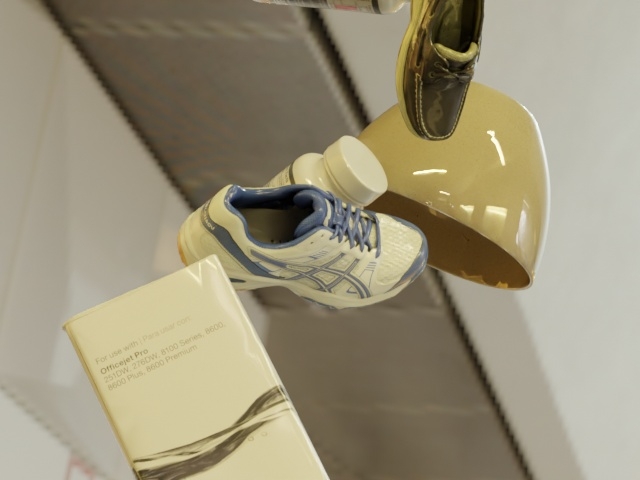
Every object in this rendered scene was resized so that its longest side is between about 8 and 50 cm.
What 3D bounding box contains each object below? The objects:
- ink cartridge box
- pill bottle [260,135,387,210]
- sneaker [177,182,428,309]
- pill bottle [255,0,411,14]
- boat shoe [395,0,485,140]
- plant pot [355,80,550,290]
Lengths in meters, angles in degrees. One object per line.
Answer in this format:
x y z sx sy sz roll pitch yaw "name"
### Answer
-0.079 0.245 1.851 0.166 0.395 0.285 -26 -15 -5 "ink cartridge box"
-0.013 -0.038 2.239 0.180 0.108 0.108 -37 -44 26 "pill bottle"
0.000 0.000 2.085 0.296 0.111 0.131 1 -27 -27 "sneaker"
0.042 -0.391 2.617 0.278 0.162 0.162 8 -21 11 "pill bottle"
0.133 -0.206 2.055 0.080 0.223 0.073 -4 23 -23 "boat shoe"
0.171 -0.086 2.373 0.284 0.191 0.284 26 -12 6 "plant pot"
